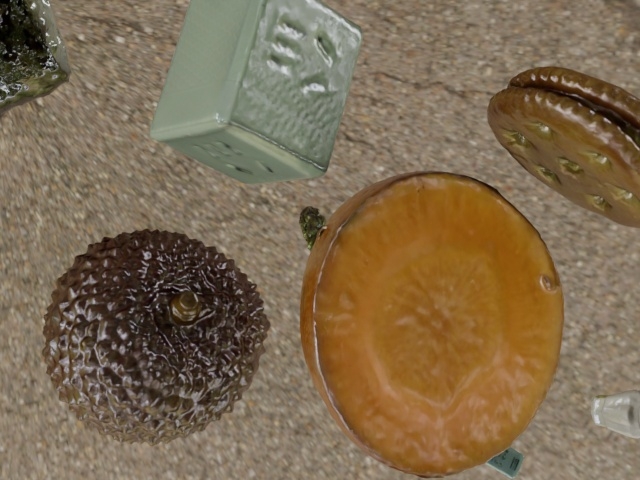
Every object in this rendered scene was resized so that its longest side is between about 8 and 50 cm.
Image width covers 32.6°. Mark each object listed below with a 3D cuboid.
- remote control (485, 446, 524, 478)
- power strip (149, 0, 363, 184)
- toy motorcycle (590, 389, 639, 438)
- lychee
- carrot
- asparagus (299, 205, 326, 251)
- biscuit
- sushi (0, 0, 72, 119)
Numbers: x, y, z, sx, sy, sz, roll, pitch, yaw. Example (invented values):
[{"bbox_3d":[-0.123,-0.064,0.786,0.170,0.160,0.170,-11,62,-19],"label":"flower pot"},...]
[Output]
[{"bbox_3d":[0.312,0.387,2.008,0.124,0.018,0.053,30,71,-1],"label":"remote control"},{"bbox_3d":[-0.054,-0.183,1.086,0.140,0.139,0.224,24,74,-36],"label":"power strip"},{"bbox_3d":[0.556,0.260,1.591,0.223,0.341,0.107,-4,92,-40],"label":"toy motorcycle"},{"bbox_3d":[-0.204,0.122,1.348,0.276,0.304,0.275,9,68,-24],"label":"lychee"},{"bbox_3d":[0.107,0.084,1.089,0.258,0.100,0.307,-2,88,2],"label":"carrot"},{"bbox_3d":[0.000,0.000,1.308,0.036,0.165,0.030,-39,122,11],"label":"asparagus"},{"bbox_3d":[0.270,-0.093,1.096,0.220,0.220,0.066,40,80,-22],"label":"biscuit"},{"bbox_3d":[-0.503,-0.353,1.594,0.208,0.234,0.348,-24,124,-3],"label":"sushi"}]
